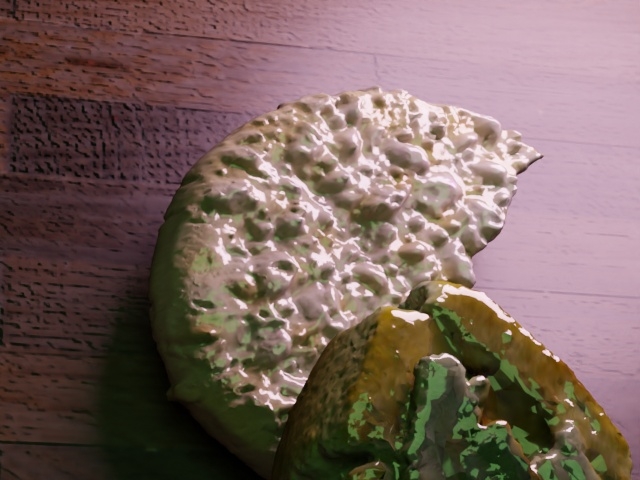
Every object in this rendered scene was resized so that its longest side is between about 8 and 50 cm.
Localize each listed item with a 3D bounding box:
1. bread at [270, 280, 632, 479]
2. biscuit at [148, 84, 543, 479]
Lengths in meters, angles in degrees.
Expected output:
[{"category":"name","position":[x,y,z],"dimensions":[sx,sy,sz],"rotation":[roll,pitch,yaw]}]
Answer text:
[{"category":"bread","position":[0.071,0.154,0.912],"dimensions":[0.186,0.124,0.257],"rotation":[-20,84,-25]},{"category":"biscuit","position":[0.000,0.000,1.054],"dimensions":[0.179,0.084,0.281],"rotation":[40,62,6]}]
